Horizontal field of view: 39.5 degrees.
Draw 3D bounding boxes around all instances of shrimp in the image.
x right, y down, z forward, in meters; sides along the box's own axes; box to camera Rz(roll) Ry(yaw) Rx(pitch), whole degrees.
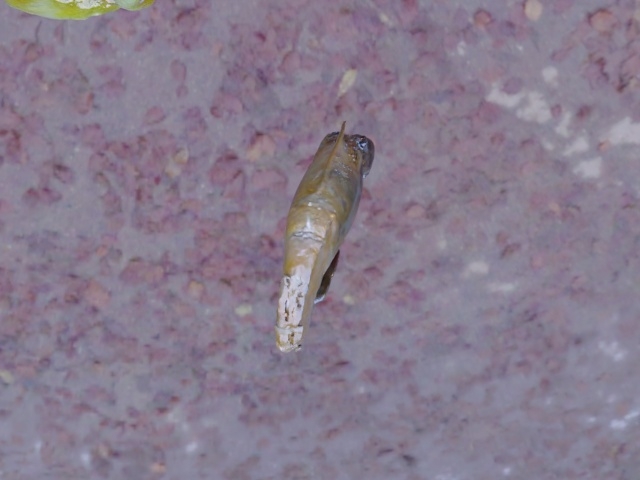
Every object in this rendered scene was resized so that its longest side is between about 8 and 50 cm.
[{"bbox_3d":[0.001,0.000,0.833,0.058,0.253,0.173,13,129,6],"label":"shrimp"}]

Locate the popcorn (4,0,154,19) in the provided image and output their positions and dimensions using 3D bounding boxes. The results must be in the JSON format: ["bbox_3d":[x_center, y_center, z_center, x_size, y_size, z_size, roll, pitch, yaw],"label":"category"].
[{"bbox_3d":[-0.234,-0.359,0.941,0.326,0.290,0.321,-52,162,19],"label":"popcorn"}]
